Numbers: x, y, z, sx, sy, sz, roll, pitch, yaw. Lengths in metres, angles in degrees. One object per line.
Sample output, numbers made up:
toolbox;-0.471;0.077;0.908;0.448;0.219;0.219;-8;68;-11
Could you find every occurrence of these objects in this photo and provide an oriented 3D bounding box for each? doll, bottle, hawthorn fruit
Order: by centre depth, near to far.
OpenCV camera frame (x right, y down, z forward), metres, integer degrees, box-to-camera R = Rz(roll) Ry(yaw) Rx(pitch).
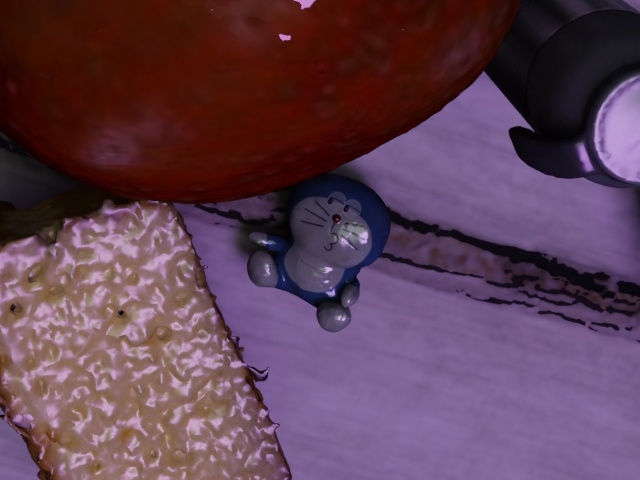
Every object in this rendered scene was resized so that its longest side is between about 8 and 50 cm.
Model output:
hawthorn fruit;-0.071;-0.151;0.867;0.369;0.285;0.285;-29;113;24
bottle;0.124;-0.091;0.912;0.096;0.254;0.079;-26;112;1
doll;0.000;0.000;1.032;0.076;0.050;0.083;29;104;0

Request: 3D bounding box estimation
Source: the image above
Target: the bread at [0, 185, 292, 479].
bread;-0.109;0.058;0.985;0.143;0.139;0.229;-21;118;-1
